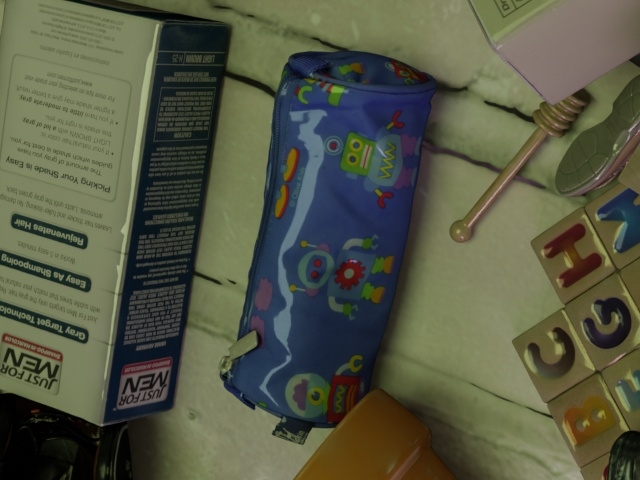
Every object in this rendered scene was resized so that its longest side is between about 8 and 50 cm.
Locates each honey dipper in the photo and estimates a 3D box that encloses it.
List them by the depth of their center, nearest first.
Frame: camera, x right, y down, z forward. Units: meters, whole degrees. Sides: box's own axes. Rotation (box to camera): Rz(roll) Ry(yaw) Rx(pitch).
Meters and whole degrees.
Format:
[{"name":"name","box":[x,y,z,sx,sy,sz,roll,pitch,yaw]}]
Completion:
[{"name":"honey dipper","box":[0.151,-0.057,1.535,0.030,0.030,0.161,48,121,21]}]

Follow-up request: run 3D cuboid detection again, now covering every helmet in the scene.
[{"name":"helmet","box":[-0.241,0.224,1.722,0.169,0.169,0.162,14,94,32]}]

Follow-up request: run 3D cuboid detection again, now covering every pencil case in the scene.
[{"name":"pencil case","box":[0.000,0.000,1.574,0.119,0.133,0.306,28,109,55]}]

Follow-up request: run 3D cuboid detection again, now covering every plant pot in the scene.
[{"name":"plant pot","box":[0.057,0.250,1.528,0.188,0.205,0.205,37,113,9]}]

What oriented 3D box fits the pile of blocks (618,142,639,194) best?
[{"name":"pile of blocks","box":[0.300,0.059,1.363,0.149,0.112,0.362,-2,102,25]}]

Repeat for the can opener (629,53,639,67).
[{"name":"can opener","box":[0.330,-0.146,1.399,0.283,0.076,0.095,19,136,30]}]

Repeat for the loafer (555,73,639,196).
[{"name":"loafer","box":[0.224,-0.073,1.476,0.125,0.039,0.045,-52,39,39]}]

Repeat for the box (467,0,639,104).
[{"name":"box","box":[0.239,-0.243,1.345,0.311,0.121,0.148,-31,61,16]}]

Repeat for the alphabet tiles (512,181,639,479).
[{"name":"alphabet tiles","box":[0.299,0.069,1.433,0.342,0.011,0.285,-37,73,36]}]

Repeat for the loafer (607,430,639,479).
[{"name":"loafer","box":[0.244,0.227,1.452,0.061,0.062,0.170,5,100,33]}]

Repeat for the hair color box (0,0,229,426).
[{"name":"hair color box","box":[-0.199,-0.033,1.714,0.173,0.105,0.347,16,102,31]}]
